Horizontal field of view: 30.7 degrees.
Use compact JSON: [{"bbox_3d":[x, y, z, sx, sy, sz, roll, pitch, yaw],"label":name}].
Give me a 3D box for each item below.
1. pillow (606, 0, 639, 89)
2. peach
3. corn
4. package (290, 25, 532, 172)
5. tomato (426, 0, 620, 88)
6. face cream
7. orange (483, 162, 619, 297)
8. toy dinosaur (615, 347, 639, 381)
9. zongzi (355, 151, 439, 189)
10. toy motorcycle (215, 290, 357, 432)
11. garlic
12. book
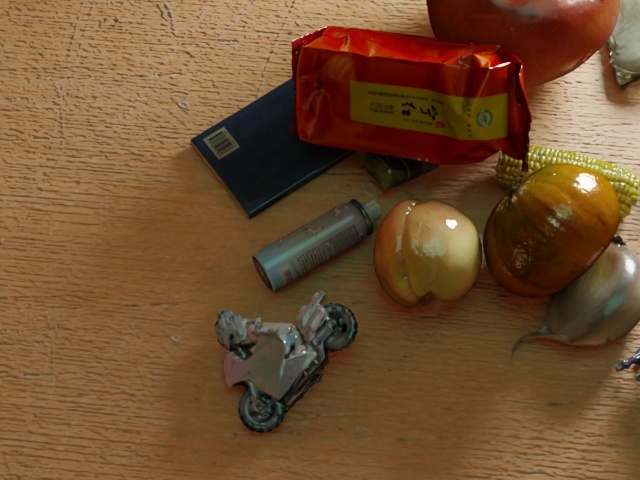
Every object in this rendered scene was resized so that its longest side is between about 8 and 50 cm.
[{"bbox_3d":[0.579,-0.399,2.130,0.148,0.050,0.230,-23,58,20],"label":"pillow"},{"bbox_3d":[0.171,0.018,1.889,0.184,0.184,0.184,-1,63,1],"label":"peach"},{"bbox_3d":[0.420,-0.106,1.988,0.244,0.093,0.093,17,65,9],"label":"corn"},{"bbox_3d":[0.152,-0.237,1.949,0.423,0.196,0.123,9,31,19],"label":"package"},{"bbox_3d":[0.350,-0.414,2.054,0.341,0.273,0.342,5,54,-7],"label":"tomato"},{"bbox_3d":[0.000,0.000,1.957,0.229,0.075,0.075,-29,66,-13],"label":"face cream"},{"bbox_3d":[0.362,-0.020,1.866,0.171,0.240,0.240,41,70,-1],"label":"orange"},{"bbox_3d":[0.528,0.181,1.847,0.197,0.080,0.045,-17,57,-34],"label":"toy dinosaur"},{"bbox_3d":[0.131,-0.143,2.045,0.119,0.055,0.109,-19,47,-30],"label":"zongzi"},{"bbox_3d":[-0.080,0.161,1.859,0.204,0.108,0.239,41,71,19],"label":"toy motorcycle"},{"bbox_3d":[0.437,0.113,1.883,0.266,0.148,0.128,-45,107,-23],"label":"garlic"},{"bbox_3d":[-0.070,-0.177,2.076,0.269,0.025,0.191,-33,68,-14],"label":"book"}]
